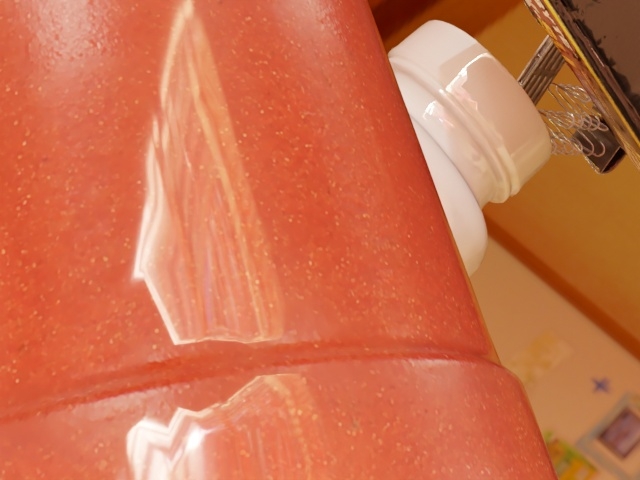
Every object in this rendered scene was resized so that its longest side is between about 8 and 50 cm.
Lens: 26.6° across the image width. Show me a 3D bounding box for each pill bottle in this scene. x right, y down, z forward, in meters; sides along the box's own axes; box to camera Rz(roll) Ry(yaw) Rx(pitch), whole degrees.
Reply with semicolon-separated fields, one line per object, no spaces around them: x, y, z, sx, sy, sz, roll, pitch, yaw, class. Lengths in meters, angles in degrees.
0.000;0.000;0.919;0.318;0.176;0.176;-41;151;-8;pill bottle

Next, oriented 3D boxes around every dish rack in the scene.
0.318;-0.181;1.581;0.271;0.074;0.208;-3;129;-53;dish rack

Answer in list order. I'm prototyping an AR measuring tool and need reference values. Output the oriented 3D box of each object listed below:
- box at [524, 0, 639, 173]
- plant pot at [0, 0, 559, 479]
0.287;-0.193;0.813;0.322;0.079;0.257;-38;117;3;box
-0.062;0.017;0.489;0.272;0.265;0.272;-11;161;-4;plant pot
